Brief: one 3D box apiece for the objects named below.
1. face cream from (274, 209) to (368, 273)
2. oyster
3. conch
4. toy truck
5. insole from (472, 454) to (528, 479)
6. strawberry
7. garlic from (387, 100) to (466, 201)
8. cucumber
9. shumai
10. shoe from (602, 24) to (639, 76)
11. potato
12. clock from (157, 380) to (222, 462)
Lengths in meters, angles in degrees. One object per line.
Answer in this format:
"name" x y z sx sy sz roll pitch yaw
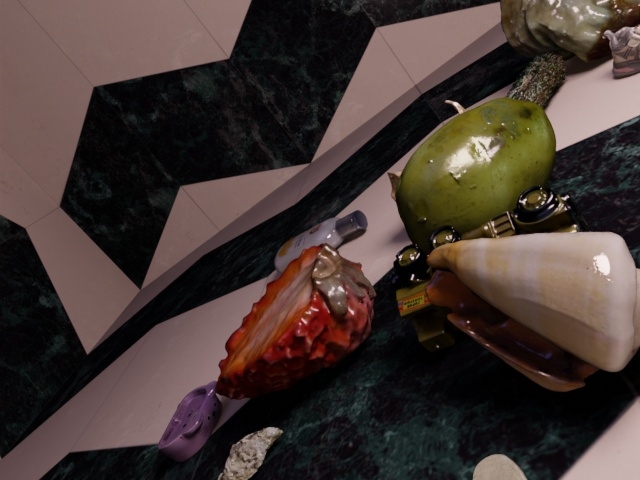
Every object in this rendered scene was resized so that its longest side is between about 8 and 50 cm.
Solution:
"face cream" 0.000 0.000 1.395 0.291 0.071 0.144 -26 21 39
"oyster" -0.113 0.328 0.796 0.098 0.037 0.100 -24 22 45
"conch" 0.235 0.052 0.549 0.127 0.159 0.255 -18 27 -30
"toy truck" 0.223 0.043 0.684 0.257 0.127 0.127 -31 33 27
"insole" 0.164 0.250 0.431 0.063 0.010 0.192 -36 15 10
"strawberry" -0.041 0.168 0.919 0.336 0.149 0.265 -45 20 20
"garlic" 0.252 -0.152 1.059 0.245 0.164 0.145 -51 0 -15
"cucumber" 0.436 -0.288 1.153 0.359 0.096 0.096 -48 17 -29
"shumai" 0.596 -0.543 1.182 0.309 0.304 0.263 -29 29 -1
"shoe" 0.622 -0.379 0.986 0.089 0.092 0.180 -42 16 -13
"potato" 0.251 -0.101 0.848 0.304 0.216 0.215 -49 18 -16
"clock" -0.239 0.346 1.012 0.110 0.050 0.153 -33 17 23
